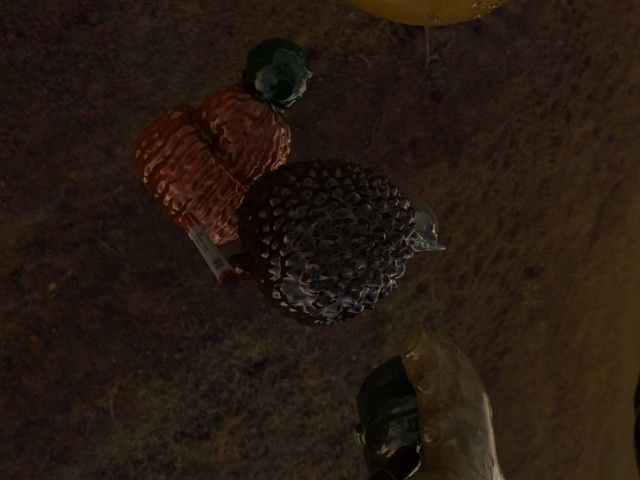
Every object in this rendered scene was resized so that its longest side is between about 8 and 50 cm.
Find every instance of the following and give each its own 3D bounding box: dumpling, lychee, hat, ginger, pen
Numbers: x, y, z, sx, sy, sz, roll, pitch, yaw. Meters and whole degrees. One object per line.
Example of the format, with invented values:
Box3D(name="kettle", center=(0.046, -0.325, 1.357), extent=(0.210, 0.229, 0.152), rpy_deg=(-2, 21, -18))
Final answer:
Box3D(name="dumpling", center=(0.198, -0.028, 1.233), extent=(0.108, 0.127, 0.188), rpy_deg=(-40, 112, 13))
Box3D(name="lychee", center=(0.000, 0.000, 0.993), extent=(0.330, 0.306, 0.306), rpy_deg=(-21, 131, -7))
Box3D(name="hat", center=(-0.157, -0.203, 1.170), extent=(0.400, 0.285, 0.285), rpy_deg=(-40, 137, 1))
Box3D(name="ginger", center=(0.195, 0.322, 0.753), extent=(0.363, 0.122, 0.348), rpy_deg=(45, 45, -22))
Box3D(name="pen", center=(-0.169, 0.010, 0.859), extent=(0.028, 0.239, 0.028), rpy_deg=(-12, 118, -23))

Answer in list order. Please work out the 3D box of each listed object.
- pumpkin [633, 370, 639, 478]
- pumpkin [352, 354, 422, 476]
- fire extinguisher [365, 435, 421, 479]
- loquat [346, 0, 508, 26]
Box3D(name="pumpkin", center=(0.336, 0.107, 0.318), extent=(0.300, 0.300, 0.207), rpy_deg=(-48, 117, -3))
Box3D(name="pumpkin", center=(0.207, 0.377, 1.152), extent=(0.263, 0.293, 0.197), rpy_deg=(-12, 172, -9))
Box3D(name="fire extinguisher", center=(0.097, 0.305, 0.754), extent=(0.132, 0.039, 0.056), rpy_deg=(-20, 127, -49))
Box3D(name="loquat", center=(0.075, -0.260, 0.372), extent=(0.235, 0.235, 0.235), rpy_deg=(-21, 130, -28))
